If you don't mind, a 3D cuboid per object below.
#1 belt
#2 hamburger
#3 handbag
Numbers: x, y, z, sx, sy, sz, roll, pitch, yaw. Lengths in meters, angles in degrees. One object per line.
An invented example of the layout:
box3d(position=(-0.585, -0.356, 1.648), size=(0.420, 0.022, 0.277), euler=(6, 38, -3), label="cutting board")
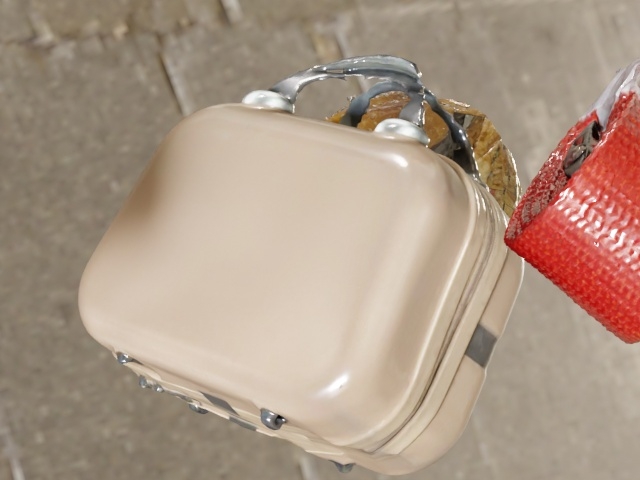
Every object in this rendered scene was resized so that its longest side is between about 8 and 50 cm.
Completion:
box3d(position=(0.197, -0.019, 1.153), size=(0.124, 0.128, 0.201), euler=(40, 26, -3), label="belt")
box3d(position=(0.080, -0.035, 1.811), size=(0.107, 0.231, 0.231), euler=(42, 36, -72), label="hamburger")
box3d(position=(0.000, 0.000, 1.328), size=(0.149, 0.302, 0.283), euler=(34, 77, -42), label="handbag")
